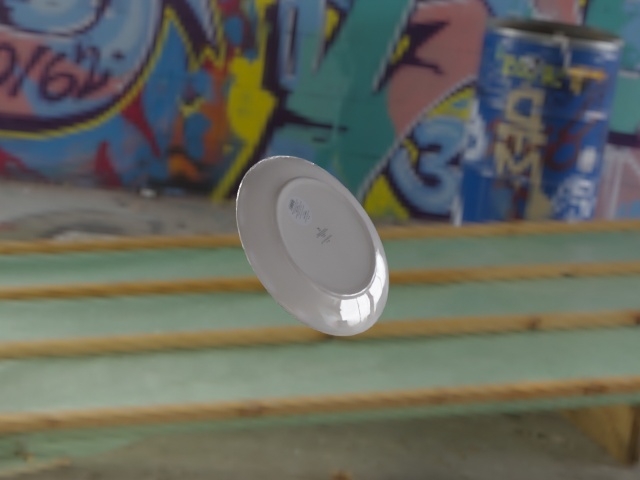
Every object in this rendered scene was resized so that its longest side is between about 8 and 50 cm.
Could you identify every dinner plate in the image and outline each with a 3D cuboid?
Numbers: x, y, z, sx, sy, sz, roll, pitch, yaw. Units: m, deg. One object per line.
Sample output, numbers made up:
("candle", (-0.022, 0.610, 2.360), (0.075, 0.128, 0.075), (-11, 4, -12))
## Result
("dinner plate", (0.000, 0.000, 1.114), (0.141, 0.141, 0.017), (-7, -22, -48))
